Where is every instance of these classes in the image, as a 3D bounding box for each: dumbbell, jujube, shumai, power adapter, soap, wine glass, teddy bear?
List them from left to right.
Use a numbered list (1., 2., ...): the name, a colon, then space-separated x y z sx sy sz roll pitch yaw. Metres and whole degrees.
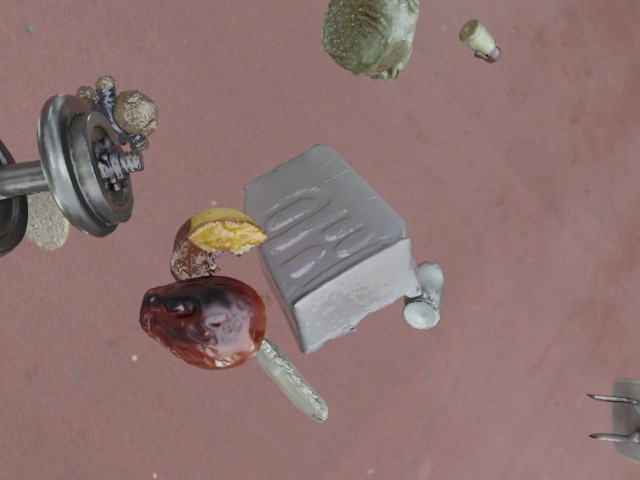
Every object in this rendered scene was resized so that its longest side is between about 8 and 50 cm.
1. dumbbell: -0.375 -0.081 0.693 0.289 0.192 0.192 -10 100 -1
2. teddy bear: -0.470 -0.272 1.221 0.182 0.251 0.129 50 55 -39
3. jujube: -0.214 0.142 0.960 0.236 0.168 0.168 8 91 13
4. soap: 0.000 0.000 1.323 0.350 0.435 0.213 -29 138 -6
5. shumai: 0.149 -0.470 1.183 0.221 0.260 0.226 -1 94 -30
6. wine glass: 0.289 0.148 1.485 0.111 0.111 0.204 55 31 -20
7. power adapter: 0.523 0.285 0.845 0.204 0.125 0.130 7 81 -2

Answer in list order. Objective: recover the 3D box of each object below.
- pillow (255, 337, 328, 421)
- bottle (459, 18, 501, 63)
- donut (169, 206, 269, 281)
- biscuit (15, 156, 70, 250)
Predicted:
1. pillow: -0.066 0.305 1.167 0.051 0.128 0.229 -39 72 -21
2. bottle: 0.314 -0.380 1.040 0.101 0.047 0.063 27 86 -37
3. donut: -0.228 0.000 1.118 0.217 0.085 0.141 -32 133 6
4. biscuit: -0.447 -0.055 0.848 0.020 0.151 0.152 -35 112 -53
